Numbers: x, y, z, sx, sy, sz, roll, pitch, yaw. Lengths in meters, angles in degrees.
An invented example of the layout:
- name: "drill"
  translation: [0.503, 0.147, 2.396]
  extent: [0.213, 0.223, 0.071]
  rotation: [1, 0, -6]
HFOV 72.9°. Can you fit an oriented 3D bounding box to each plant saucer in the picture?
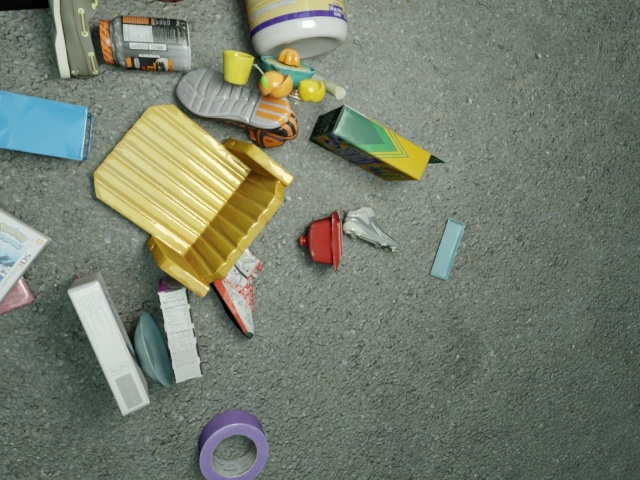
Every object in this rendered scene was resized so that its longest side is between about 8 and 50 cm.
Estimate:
- name: "plant saucer"
  translation: [0.409, 0.028, 1.403]
  extent: [0.067, 0.018, 0.191]
  rotation: [18, 90, -19]
- name: "plant saucer"
  translation: [-0.420, 0.275, 1.069]
  extent: [0.038, 0.195, 0.194]
  rotation: [-20, 103, -11]

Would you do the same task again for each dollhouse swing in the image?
- name: "dollhouse swing"
  translation: [-0.319, -0.126, 1.015]
  extent: [0.305, 0.315, 0.346]
  rotation: [41, 84, -33]

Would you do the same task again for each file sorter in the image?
- name: "file sorter"
  translation: [-0.620, -0.252, 0.982]
  extent: [0.171, 0.104, 0.118]
  rotation: [7, 94, -19]

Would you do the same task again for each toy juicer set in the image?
- name: "toy juicer set"
  translation: [-0.050, -0.397, 1.023]
  extent: [0.329, 0.209, 0.089]
  rotation: [-22, 135, -47]

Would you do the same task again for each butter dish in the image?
- name: "butter dish"
  translation: [0.000, 0.000, 1.213]
  extent: [0.118, 0.160, 0.160]
  rotation: [-1, 98, 6]

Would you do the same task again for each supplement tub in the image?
- name: "supplement tub"
  translation: [-0.407, -0.461, 1.018]
  extent: [0.191, 0.117, 0.116]
  rotation: [-5, 98, -17]
- name: "supplement tub"
  translation: [-0.072, -0.631, 1.040]
  extent: [0.241, 0.241, 0.331]
  rotation: [-12, 101, -16]

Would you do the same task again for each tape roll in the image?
- name: "tape roll"
  translation: [-0.247, 0.588, 1.227]
  extent: [0.189, 0.080, 0.188]
  rotation: [-2, 97, -17]

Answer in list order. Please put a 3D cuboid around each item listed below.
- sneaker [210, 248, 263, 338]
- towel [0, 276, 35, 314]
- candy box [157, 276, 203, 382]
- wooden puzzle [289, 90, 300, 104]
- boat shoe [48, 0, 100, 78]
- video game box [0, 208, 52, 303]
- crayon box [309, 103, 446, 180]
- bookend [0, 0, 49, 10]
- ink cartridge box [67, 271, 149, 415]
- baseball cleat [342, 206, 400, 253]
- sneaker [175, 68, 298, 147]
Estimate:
- name: "sneaker"
  translation: [-0.204, 0.130, 1.175]
  extent: [0.145, 0.090, 0.270]
  rotation: [-35, 115, -23]
- name: "towel"
  translation: [-0.849, 0.043, 0.982]
  extent: [0.237, 0.037, 0.328]
  rotation: [-24, 103, -15]
- name: "candy box"
  translation: [-0.357, 0.217, 1.101]
  extent: [0.071, 0.159, 0.233]
  rotation: [-10, 99, -18]
- name: "wooden puzzle"
  translation: [-0.061, -0.416, 1.196]
  extent: [0.049, 0.006, 0.083]
  rotation: [17, 91, -19]
- name: "boat shoe"
  translation: [-0.530, -0.497, 0.927]
  extent: [0.091, 0.109, 0.304]
  rotation: [-12, 138, -33]
- name: "video game box"
  translation: [-0.761, 0.016, 0.971]
  extent: [0.205, 0.048, 0.187]
  rotation: [36, 79, -19]
- name: "crayon box"
  translation: [0.151, -0.245, 1.183]
  extent: [0.323, 0.203, 0.083]
  rotation: [23, 90, -19]
- name: "bookend"
  translation: [-0.667, -0.596, 0.939]
  extent: [0.156, 0.072, 0.157]
  rotation: [-13, 100, -16]
- name: "ink cartridge box"
  translation: [-0.490, 0.217, 1.009]
  extent: [0.066, 0.261, 0.296]
  rotation: [-22, 104, -23]
- name: "baseball cleat"
  translation: [0.163, -0.036, 1.286]
  extent: [0.206, 0.072, 0.109]
  rotation: [21, 75, -28]
- name: "sneaker"
  translation: [-0.204, -0.316, 1.104]
  extent: [0.321, 0.180, 0.124]
  rotation: [24, 82, 15]
